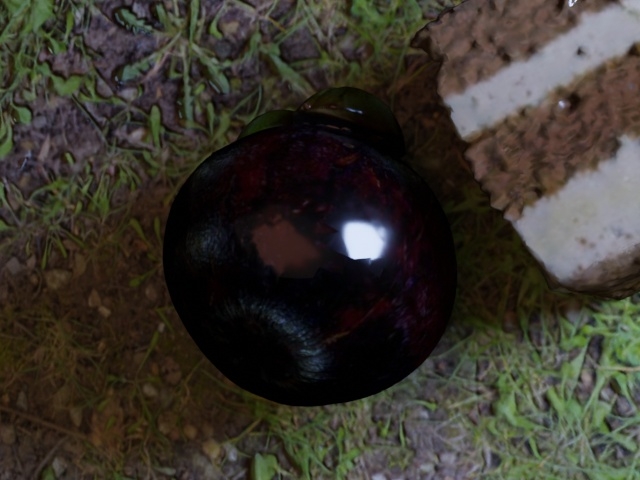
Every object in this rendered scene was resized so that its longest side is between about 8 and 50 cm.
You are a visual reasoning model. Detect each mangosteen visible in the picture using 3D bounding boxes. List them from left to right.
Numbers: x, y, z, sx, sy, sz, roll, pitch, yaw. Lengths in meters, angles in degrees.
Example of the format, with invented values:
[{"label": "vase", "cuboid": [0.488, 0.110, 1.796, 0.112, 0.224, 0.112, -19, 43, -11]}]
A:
[{"label": "mangosteen", "cuboid": [0.000, 0.013, 1.345, 0.300, 0.300, 0.300, 0, 90, 23]}]

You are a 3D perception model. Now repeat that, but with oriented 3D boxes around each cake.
[{"label": "cake", "cuboid": [0.269, -0.110, 1.228, 0.282, 0.255, 0.290, -29, 75, 22]}]
